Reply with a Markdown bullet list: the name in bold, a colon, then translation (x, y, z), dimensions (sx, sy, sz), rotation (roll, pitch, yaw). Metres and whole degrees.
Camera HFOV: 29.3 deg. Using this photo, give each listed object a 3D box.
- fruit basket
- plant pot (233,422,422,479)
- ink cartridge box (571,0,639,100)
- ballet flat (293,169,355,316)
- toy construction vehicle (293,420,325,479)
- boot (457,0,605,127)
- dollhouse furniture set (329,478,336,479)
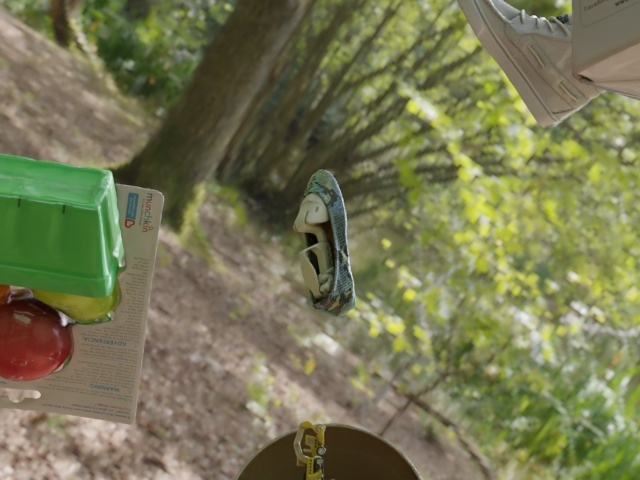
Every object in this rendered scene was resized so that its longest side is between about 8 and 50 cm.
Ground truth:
- **fruit basket**: translation (-0.372, 0.064, 1.521), dimensions (0.327, 0.353, 0.165), rotation (8, 35, -5)
- **plant pot**: translation (0.019, 0.422, 1.704), dimensions (0.284, 0.284, 0.191), rotation (39, -18, 26)
- **ink cartridge box**: translation (0.290, -0.301, 0.729), dimensions (0.151, 0.395, 0.270), rotation (11, -18, -32)
- **ballet flat**: translation (0.000, 0.000, 1.504), dimensions (0.070, 0.070, 0.188), rotation (19, 56, -60)
- **toy construction vehicle**: translation (-0.012, 0.264, 1.444), dimensions (0.035, 0.098, 0.086), rotation (-1, -4, -4)
- **boot**: translation (0.296, -0.288, 1.699), dimensions (0.258, 0.123, 0.095), rotation (51, 23, -16)
- **dollhouse furniture set**: translation (0.053, 0.420, 1.206), dimensions (0.303, 0.355, 0.174), rotation (14, -26, 26)
